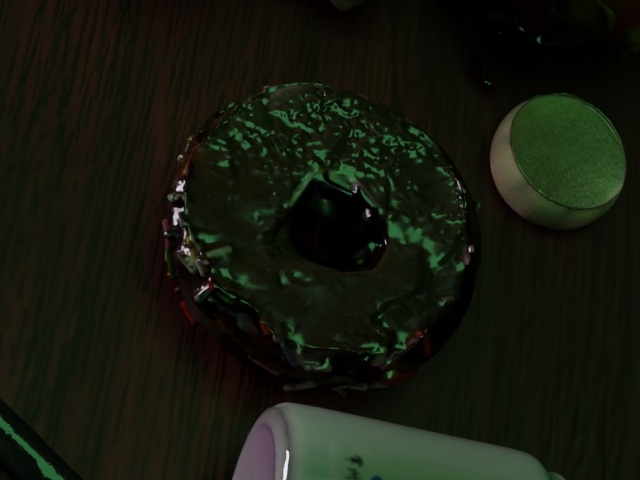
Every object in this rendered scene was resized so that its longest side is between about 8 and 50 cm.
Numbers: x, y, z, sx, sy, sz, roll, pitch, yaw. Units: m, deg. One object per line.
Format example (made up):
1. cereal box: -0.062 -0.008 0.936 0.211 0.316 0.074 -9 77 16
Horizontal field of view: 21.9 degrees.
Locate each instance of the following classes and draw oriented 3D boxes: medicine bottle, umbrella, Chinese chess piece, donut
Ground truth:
1. medicine bottle: 0.084 0.222 1.177 0.293 0.170 0.170 13 60 -16
2. umbrella: -0.205 0.160 1.179 0.133 0.031 0.036 43 83 4
3. Chinese chess piece: 0.208 -0.069 1.447 0.122 0.051 0.122 8 63 -17
4. donut: 0.000 0.000 1.300 0.270 0.103 0.269 8 62 -15

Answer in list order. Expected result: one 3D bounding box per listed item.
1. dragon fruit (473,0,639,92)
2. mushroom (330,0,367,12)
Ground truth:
1. dragon fruit: 0.266 -0.284 1.475 0.291 0.250 0.269 10 65 -34
2. mushroom: -0.037 -0.339 1.379 0.336 0.314 0.314 47 55 -19
